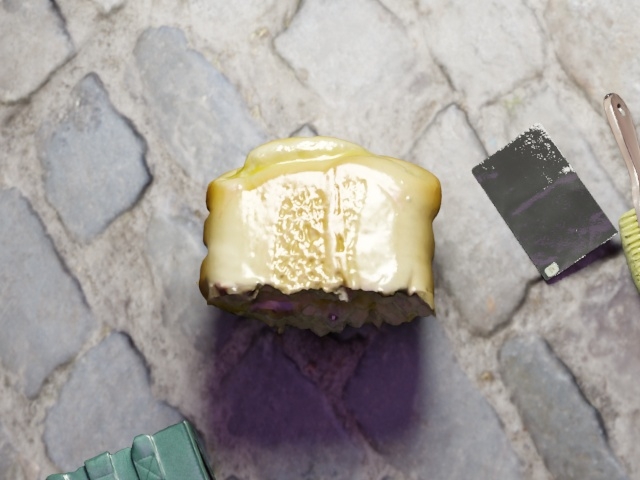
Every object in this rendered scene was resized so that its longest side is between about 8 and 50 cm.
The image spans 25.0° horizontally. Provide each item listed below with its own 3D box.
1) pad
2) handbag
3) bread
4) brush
[{"bbox_3d":[0.297,-0.053,1.929,0.116,0.004,0.193,-35,69,9],"label":"pad"},{"bbox_3d":[-0.231,0.400,1.844,0.269,0.100,0.274,-28,70,4],"label":"handbag"},{"bbox_3d":[0.000,0.000,1.875,0.316,0.211,0.270,-1,65,1],"label":"bread"},{"bbox_3d":[0.411,-0.051,1.896,0.067,0.072,0.313,-28,65,33],"label":"brush"}]
